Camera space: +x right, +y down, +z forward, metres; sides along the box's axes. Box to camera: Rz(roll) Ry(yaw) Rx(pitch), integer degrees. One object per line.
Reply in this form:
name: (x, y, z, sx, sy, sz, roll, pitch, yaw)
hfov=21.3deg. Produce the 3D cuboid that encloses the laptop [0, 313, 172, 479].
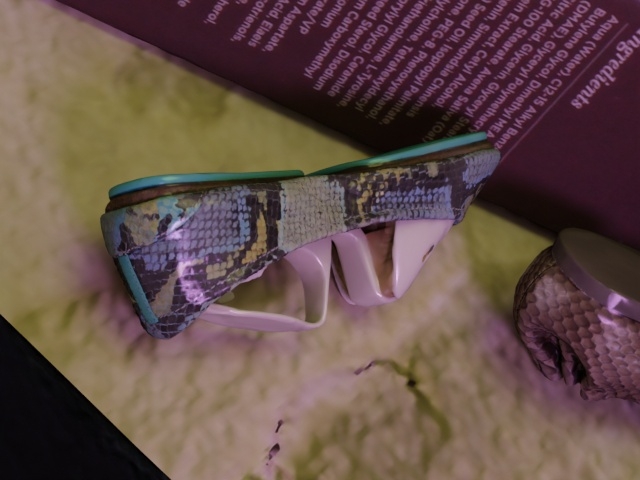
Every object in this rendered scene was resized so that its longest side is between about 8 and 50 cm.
laptop: (-0.202, 0.142, 0.220, 0.408, 0.236, 0.382, 5, 41, 8)

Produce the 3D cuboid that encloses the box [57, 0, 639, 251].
box: (0.012, -0.162, 0.717, 0.381, 0.143, 0.191, 23, 44, -16)

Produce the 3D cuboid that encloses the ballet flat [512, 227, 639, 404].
ballet flat: (0.181, 0.063, 0.719, 0.250, 0.058, 0.084, 21, 24, -29)

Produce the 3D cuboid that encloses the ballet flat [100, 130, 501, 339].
ballet flat: (0.000, 0.000, 0.637, 0.188, 0.070, 0.070, -11, 63, -39)
